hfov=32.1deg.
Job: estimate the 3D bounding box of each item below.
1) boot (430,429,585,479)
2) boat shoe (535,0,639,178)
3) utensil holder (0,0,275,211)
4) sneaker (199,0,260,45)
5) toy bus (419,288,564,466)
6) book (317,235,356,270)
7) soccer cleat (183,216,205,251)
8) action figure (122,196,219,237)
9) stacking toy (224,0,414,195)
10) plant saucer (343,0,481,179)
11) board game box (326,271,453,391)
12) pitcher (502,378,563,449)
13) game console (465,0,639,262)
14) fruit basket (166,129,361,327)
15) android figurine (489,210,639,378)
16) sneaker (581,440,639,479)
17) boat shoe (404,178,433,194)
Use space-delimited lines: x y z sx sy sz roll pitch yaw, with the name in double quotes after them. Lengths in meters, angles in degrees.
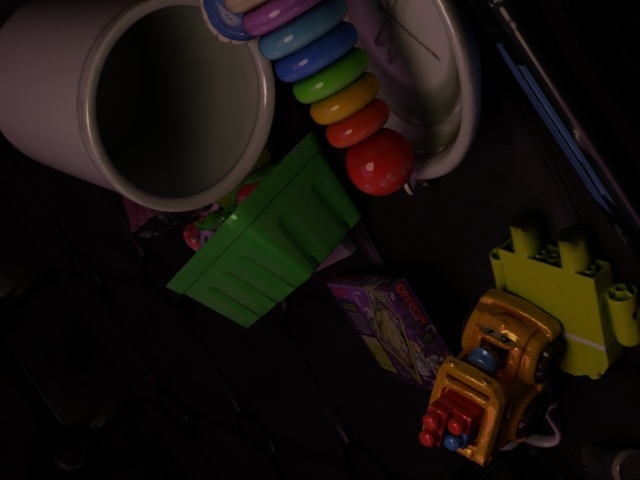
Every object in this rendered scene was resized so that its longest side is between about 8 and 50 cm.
0.335 0.491 1.871 0.348 0.260 0.131 46 152 10 "boot"
0.330 -0.201 1.209 0.102 0.108 0.301 -29 102 26 "boat shoe"
-0.315 -0.241 1.772 0.385 0.327 0.327 19 139 48 "utensil holder"
-0.123 -0.439 1.497 0.147 0.130 0.330 162 91 -73 "sneaker"
0.225 0.207 1.586 0.149 0.211 0.220 29 124 30 "toy bus"
0.000 0.000 2.036 0.096 0.035 0.144 52 150 -5 "book"
-0.194 0.025 2.311 0.248 0.083 0.095 21 145 40 "soccer cleat"
-0.342 -0.198 2.191 0.248 0.276 0.370 -9 97 54 "action figure"
0.016 -0.201 1.411 0.141 0.141 0.330 -7 117 59 "stacking toy"
0.092 -0.276 1.446 0.400 0.100 0.400 46 155 29 "plant saucer"
0.125 0.154 1.912 0.208 0.056 0.347 54 168 -10 "board game box"
0.322 0.267 1.793 0.178 0.125 0.207 11 143 -1 "pitcher"
0.271 -0.128 1.210 0.386 0.060 0.342 55 -165 -5 "game console"
-0.149 -0.075 1.926 0.392 0.283 0.392 27 145 21 "fruit basket"
0.346 0.087 1.584 0.248 0.056 0.273 18 138 46 "android figurine"
0.501 0.396 1.725 0.222 0.083 0.118 55 168 -14 "sneaker"
0.128 -0.135 1.663 0.042 0.049 0.133 -21 99 28 "boat shoe"
